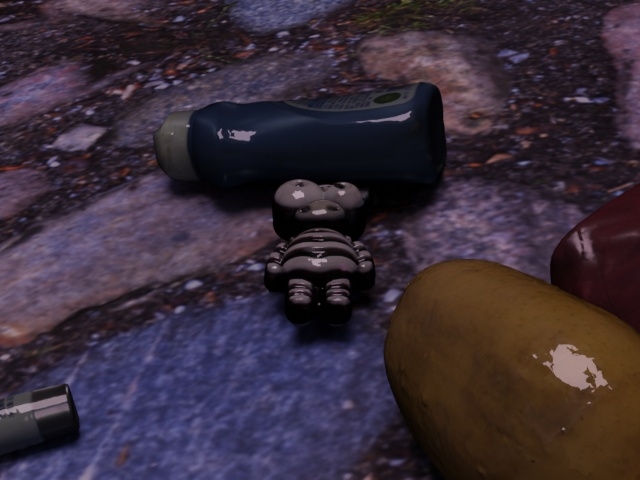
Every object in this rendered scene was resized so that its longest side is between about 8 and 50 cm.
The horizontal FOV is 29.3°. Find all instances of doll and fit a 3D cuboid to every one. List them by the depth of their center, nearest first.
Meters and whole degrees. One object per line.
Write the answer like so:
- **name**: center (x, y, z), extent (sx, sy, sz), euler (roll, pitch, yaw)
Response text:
- **doll**: center (0.000, 0.000, 1.030), extent (0.091, 0.067, 0.219), euler (-2, 29, 2)

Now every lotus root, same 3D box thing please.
- **lotus root**: center (0.125, 0.097, 0.752), extent (0.130, 0.146, 0.303), euler (-14, 26, -22)

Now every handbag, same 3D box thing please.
- **handbag**: center (0.273, 0.027, 0.834), extent (0.225, 0.147, 0.135), euler (-29, 33, -31)

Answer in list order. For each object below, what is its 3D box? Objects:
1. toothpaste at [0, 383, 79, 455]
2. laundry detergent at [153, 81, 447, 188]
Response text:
- **toothpaste**: center (-0.294, 0.152, 0.880), extent (0.239, 0.039, 0.062), euler (-15, 38, -7)
- **laundry detergent**: center (-0.028, -0.092, 1.174), extent (0.289, 0.094, 0.143), euler (-4, 19, 16)
